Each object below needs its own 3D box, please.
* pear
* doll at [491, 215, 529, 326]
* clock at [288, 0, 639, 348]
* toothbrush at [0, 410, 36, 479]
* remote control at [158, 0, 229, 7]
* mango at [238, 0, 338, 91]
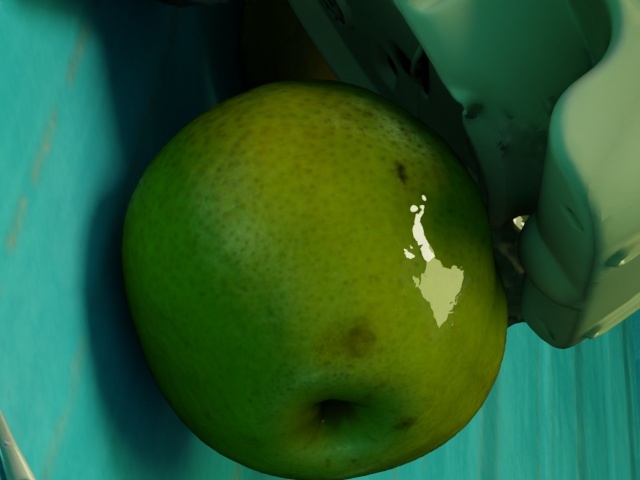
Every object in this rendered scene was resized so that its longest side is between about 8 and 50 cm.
[{"bbox_3d":[0.000,0.000,0.795,0.180,0.166,0.216,52,29,-40],"label":"pear"},{"bbox_3d":[0.111,-0.112,1.165,0.247,0.247,0.349,44,43,-68],"label":"doll"},{"bbox_3d":[0.063,-0.116,0.836,0.324,0.109,0.265,54,-6,17],"label":"clock"},{"bbox_3d":[-0.098,0.106,0.646,0.017,0.014,0.162,-104,177,-60],"label":"toothbrush"},{"bbox_3d":[-0.085,-0.158,0.789,0.247,0.052,0.104,-7,89,-77],"label":"remote control"},{"bbox_3d":[0.007,-0.134,1.020,0.141,0.102,0.217,98,-3,-78],"label":"mango"}]
